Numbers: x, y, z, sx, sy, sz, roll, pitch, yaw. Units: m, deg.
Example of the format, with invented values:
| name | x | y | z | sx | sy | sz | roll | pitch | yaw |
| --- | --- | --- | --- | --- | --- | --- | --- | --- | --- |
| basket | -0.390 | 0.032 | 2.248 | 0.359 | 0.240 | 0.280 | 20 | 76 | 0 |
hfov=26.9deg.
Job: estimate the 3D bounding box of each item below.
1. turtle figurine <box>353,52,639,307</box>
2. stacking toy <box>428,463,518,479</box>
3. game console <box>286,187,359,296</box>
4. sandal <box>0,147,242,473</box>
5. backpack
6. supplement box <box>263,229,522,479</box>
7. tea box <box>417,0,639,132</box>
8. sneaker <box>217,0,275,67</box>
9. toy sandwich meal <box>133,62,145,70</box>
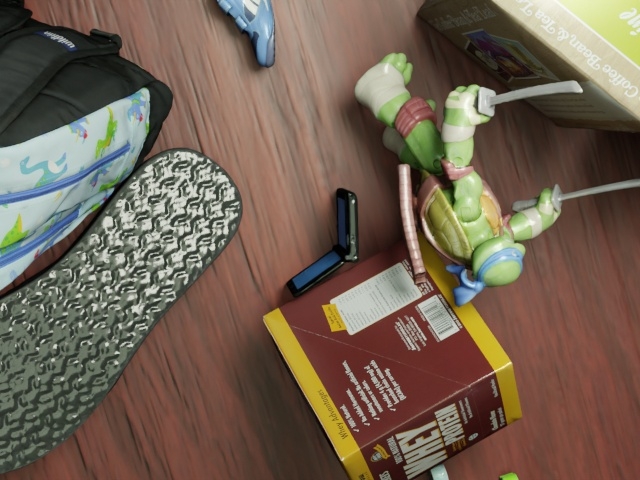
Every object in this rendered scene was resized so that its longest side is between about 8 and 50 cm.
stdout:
| name | x | y | z | sx | sy | sz | roll | pitch | yaw |
| --- | --- | --- | --- | --- | --- | --- | --- | --- | --- |
| turtle figurine | 0.172 | -0.093 | 1.355 | 0.198 | 0.266 | 0.275 | 6 | 124 | -41 |
| stacking toy | 0.127 | 0.241 | 1.504 | 0.167 | 0.052 | 0.221 | -18 | 98 | -4 |
| game console | 0.000 | 0.000 | 1.432 | 0.071 | 0.122 | 0.107 | -2 | 95 | -6 |
| sandal | -0.261 | 0.086 | 1.435 | 0.446 | 0.107 | 0.167 | -43 | 97 | -13 |
| backpack | -0.335 | -0.092 | 1.261 | 0.290 | 0.355 | 0.273 | 23 | 100 | 1 |
| supplement box | 0.075 | 0.133 | 1.399 | 0.194 | 0.129 | 0.191 | -29 | 56 | -5 |
| tea box | 0.295 | -0.297 | 1.331 | 0.220 | 0.329 | 0.323 | 37 | 92 | -8 |
| sneaker | -0.083 | -0.252 | 1.436 | 0.059 | 0.053 | 0.144 | -15 | 88 | -5 |
| toy sandwich meal | -0.214 | -0.151 | 1.444 | 0.085 | 0.029 | 0.086 | 0 | 89 | -4 |
